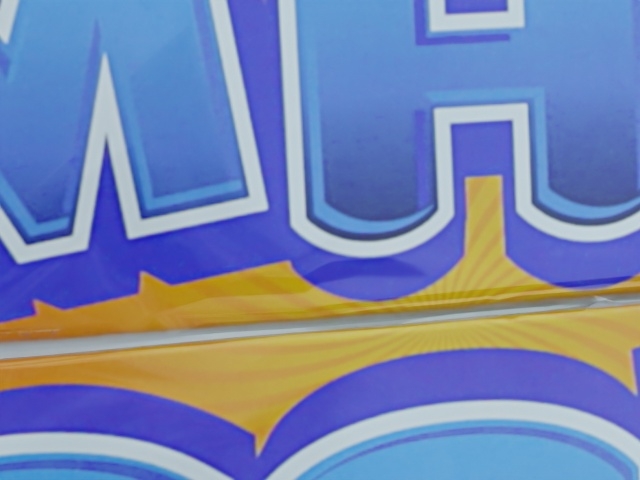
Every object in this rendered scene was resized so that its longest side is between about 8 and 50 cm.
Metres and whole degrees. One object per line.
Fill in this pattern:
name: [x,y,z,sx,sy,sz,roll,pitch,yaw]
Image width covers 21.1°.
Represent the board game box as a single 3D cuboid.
board game box: [0.000,0.000,0.539,0.356,0.357,0.356,-155,-119,-79]
